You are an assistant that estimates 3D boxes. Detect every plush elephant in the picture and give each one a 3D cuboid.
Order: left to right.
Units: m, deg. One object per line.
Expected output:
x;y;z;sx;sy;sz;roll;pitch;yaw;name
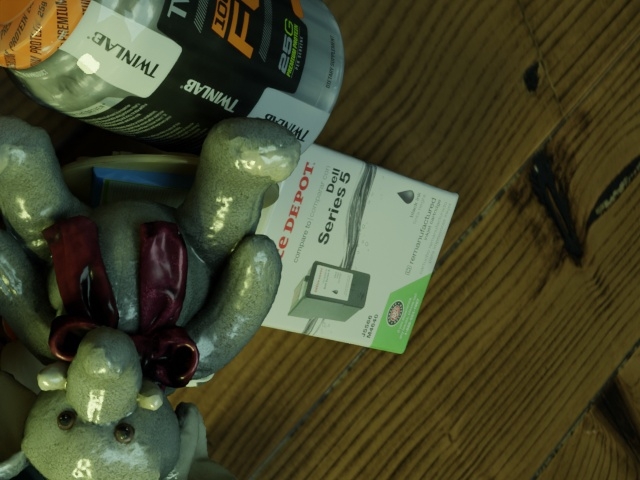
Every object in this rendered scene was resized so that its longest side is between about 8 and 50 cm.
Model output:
-0.167;0.086;0.934;0.271;0.255;0.330;5;132;-7;plush elephant

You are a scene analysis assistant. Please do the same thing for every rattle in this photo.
-0.308;0.149;1.118;0.200;0.142;0.130;70;25;-17;rattle

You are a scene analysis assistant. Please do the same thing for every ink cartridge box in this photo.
0.000;0.000;1.280;0.272;0.114;0.198;15;96;-45;ink cartridge box

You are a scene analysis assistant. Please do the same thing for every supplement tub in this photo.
-0.140;-0.180;1.008;0.316;0.193;0.194;17;95;-51;supplement tub

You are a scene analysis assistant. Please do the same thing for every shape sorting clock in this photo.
-0.140;-0.051;1.080;0.206;0.206;0.040;19;72;-45;shape sorting clock

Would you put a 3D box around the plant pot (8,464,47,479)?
-0.394;0.265;0.940;0.247;0.247;0.252;9;104;-43;plant pot

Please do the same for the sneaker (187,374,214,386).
-0.183;0.057;1.140;0.258;0.091;0.094;51;53;-45;sneaker
